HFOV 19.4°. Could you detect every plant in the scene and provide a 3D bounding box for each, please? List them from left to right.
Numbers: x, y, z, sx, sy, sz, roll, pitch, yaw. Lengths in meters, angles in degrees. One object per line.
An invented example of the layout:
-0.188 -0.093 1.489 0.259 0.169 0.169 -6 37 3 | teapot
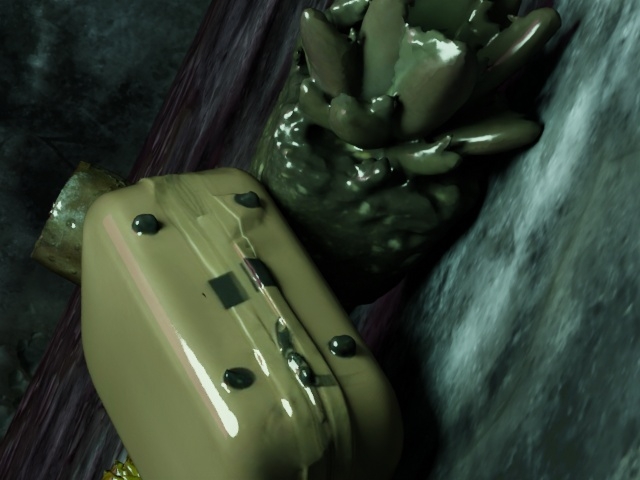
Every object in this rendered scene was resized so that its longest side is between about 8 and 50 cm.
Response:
0.043 -0.099 1.434 0.182 0.194 0.321 -87 19 -44 | plant

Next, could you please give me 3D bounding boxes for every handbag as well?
-0.072 0.124 1.407 0.302 0.149 0.283 54 146 36 | handbag

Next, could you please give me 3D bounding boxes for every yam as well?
-0.136 0.035 1.805 0.131 0.279 0.131 -57 8 13 | yam

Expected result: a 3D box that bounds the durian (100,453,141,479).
-0.251 0.377 2.053 0.341 0.112 0.191 -62 12 18 | durian
